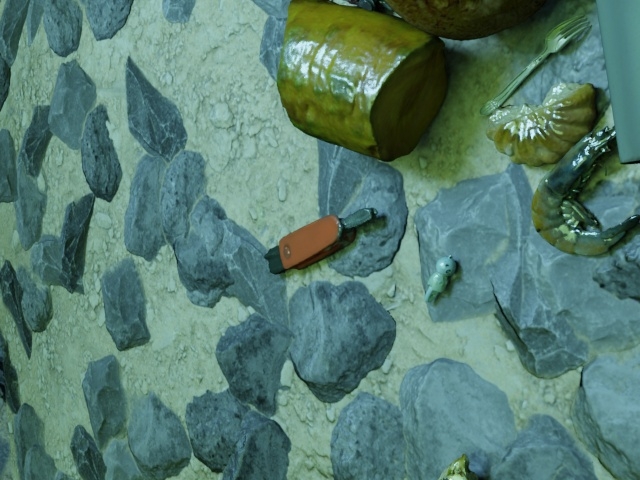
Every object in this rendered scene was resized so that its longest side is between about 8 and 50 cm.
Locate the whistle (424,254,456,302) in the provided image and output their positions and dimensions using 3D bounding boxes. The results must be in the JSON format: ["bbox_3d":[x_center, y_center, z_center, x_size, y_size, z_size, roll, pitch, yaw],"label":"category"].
[{"bbox_3d":[0.206,0.066,1.374,0.035,0.035,0.100,43,123,34],"label":"whistle"}]

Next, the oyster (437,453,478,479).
[{"bbox_3d":[0.243,0.471,1.350,0.133,0.072,0.209,-28,93,36],"label":"oyster"}]

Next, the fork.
[{"bbox_3d":[0.324,-0.270,1.238,0.219,0.028,0.034,-42,69,38],"label":"fork"}]

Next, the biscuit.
[{"bbox_3d":[0.336,-0.173,1.209,0.183,0.061,0.118,-17,84,41],"label":"biscuit"}]

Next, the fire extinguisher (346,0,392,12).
[{"bbox_3d":[0.077,-0.525,1.369,0.147,0.106,0.337,24,135,25],"label":"fire extinguisher"}]

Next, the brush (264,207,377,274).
[{"bbox_3d":[0.001,0.000,1.566,0.323,0.051,0.070,-25,69,46],"label":"brush"}]

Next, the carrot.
[{"bbox_3d":[0.055,-0.279,1.354,0.341,0.241,0.241,27,112,38],"label":"carrot"}]

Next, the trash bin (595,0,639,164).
[{"bbox_3d":[0.460,-0.317,0.936,0.280,0.280,0.431,-5,93,45],"label":"trash bin"}]

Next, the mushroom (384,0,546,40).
[{"bbox_3d":[0.216,-0.471,1.172,0.345,0.239,0.345,5,117,10],"label":"mushroom"}]

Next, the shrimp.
[{"bbox_3d":[0.402,-0.067,1.167,0.150,0.051,0.217,51,133,26],"label":"shrimp"}]
